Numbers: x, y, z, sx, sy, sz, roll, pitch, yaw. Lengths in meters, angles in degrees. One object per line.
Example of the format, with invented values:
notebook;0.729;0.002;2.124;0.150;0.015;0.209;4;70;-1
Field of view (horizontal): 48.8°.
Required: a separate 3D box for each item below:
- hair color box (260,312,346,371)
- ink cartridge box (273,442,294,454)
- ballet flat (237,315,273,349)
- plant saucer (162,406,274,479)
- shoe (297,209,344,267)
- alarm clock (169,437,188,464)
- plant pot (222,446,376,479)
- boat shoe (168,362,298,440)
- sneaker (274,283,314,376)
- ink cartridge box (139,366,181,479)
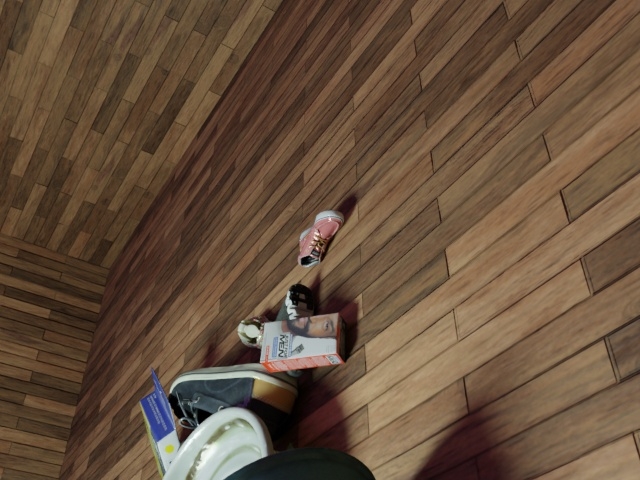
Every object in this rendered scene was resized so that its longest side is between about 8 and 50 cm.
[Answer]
hair color box;-0.034;0.207;1.429;0.167;0.053;0.093;-10;53;19
ink cartridge box;-0.075;0.484;1.373;0.109;0.062;0.209;-66;24;6
ballet flat;-0.160;0.224;1.751;0.241;0.077;0.091;-10;62;63
plant saucer;-0.189;0.521;1.335;0.400;0.100;0.400;-38;35;33
shoe;0.000;0.000;1.629;0.178;0.063;0.081;-41;36;55
alarm clock;-0.295;0.521;1.610;0.192;0.064;0.129;82;-166;-65
plant pot;0.005;0.511;0.904;0.341;0.341;0.334;-63;33;12
boat shoe;-0.229;0.394;1.631;0.500;0.186;0.156;-22;45;52
sneaker;-0.059;0.213;1.559;0.106;0.078;0.234;-55;25;39
ink cartridge box;-0.407;0.521;1.840;0.303;0.072;0.307;19;126;67
